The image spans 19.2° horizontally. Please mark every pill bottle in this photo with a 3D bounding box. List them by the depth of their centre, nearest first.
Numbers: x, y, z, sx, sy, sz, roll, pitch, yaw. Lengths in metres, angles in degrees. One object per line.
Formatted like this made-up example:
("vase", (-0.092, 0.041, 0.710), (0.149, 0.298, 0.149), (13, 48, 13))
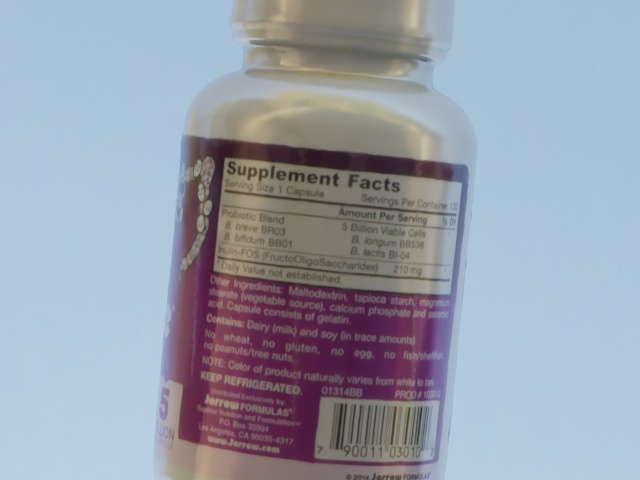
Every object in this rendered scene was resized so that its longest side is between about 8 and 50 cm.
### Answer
("pill bottle", (0.000, 0.000, 1.068), (0.169, 0.169, 0.301), (6, -89, -2))
